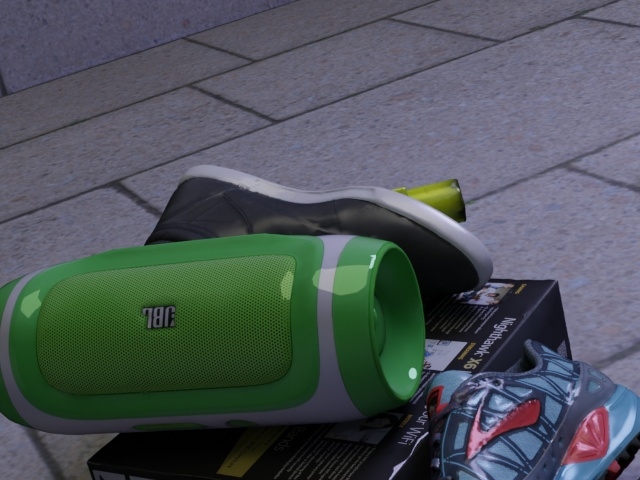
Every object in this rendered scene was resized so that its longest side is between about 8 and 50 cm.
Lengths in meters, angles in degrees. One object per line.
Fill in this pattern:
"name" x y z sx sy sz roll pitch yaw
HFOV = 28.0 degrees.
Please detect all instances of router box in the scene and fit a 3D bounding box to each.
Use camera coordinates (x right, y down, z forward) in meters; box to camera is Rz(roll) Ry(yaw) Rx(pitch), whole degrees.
"router box" 0.018 0.127 0.968 0.243 0.081 0.309 1 26 35

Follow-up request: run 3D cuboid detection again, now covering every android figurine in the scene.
"android figurine" 0.000 0.000 1.222 0.272 0.056 0.248 -15 -3 -2

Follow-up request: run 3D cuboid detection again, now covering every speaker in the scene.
"speaker" -0.084 0.068 0.893 0.296 0.131 0.131 -6 23 22

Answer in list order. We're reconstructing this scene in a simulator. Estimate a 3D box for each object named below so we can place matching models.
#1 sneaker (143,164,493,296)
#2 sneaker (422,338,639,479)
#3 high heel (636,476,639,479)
"sneaker" -0.019 0.032 1.004 0.295 0.105 0.147 11 50 29
"sneaker" 0.098 0.145 0.796 0.125 0.104 0.262 41 38 19
"high heel" 0.259 0.147 0.686 0.186 0.093 0.261 -29 9 -31
